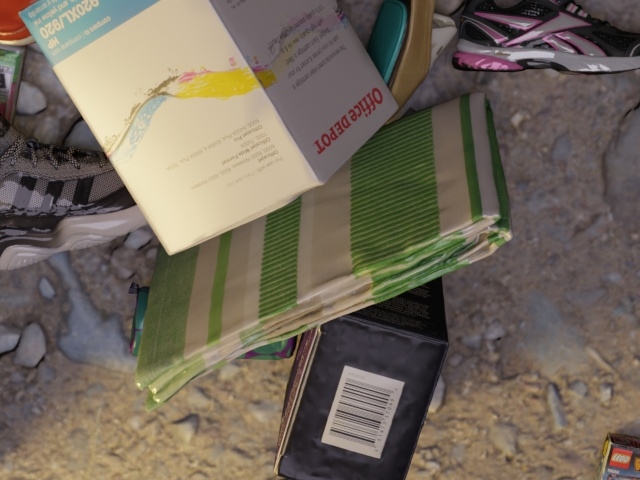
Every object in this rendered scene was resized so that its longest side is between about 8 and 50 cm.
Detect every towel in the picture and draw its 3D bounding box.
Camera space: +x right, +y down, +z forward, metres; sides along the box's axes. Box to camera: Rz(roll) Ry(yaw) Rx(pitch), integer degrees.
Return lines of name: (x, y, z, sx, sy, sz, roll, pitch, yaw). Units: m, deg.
towel: (0.000, 0.000, 1.364, 0.325, 0.248, 0.038, -27, 117, 16)

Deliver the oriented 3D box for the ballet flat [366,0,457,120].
ballet flat: (0.088, -0.206, 1.412, 0.073, 0.080, 0.232, 4, 108, -16)

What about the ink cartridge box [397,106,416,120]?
ink cartridge box: (0.062, -0.054, 1.475, 0.063, 0.029, 0.115, 42, 102, -9)

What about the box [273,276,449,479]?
box: (0.035, 0.108, 1.429, 0.108, 0.207, 0.153, 16, 104, -3)

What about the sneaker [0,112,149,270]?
sneaker: (-0.242, -0.068, 1.425, 0.268, 0.101, 0.153, -19, 113, -2)

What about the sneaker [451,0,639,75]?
sneaker: (0.202, -0.179, 1.419, 0.178, 0.072, 0.077, 2, 95, -5)

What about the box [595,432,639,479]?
box: (0.320, 0.236, 1.549, 0.137, 0.027, 0.094, 12, 107, -2)

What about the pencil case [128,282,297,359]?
pencil case: (-0.094, 0.072, 1.496, 0.151, 0.070, 0.064, 2, 131, 1)

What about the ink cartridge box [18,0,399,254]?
ink cartridge box: (-0.085, -0.141, 1.354, 0.168, 0.171, 0.233, -25, 101, 33)

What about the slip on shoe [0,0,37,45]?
slip on shoe: (-0.355, -0.272, 1.392, 0.331, 0.101, 0.123, 37, 102, -10)

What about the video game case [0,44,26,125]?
video game case: (-0.379, -0.102, 1.479, 0.212, 0.023, 0.193, 13, 106, -2)
